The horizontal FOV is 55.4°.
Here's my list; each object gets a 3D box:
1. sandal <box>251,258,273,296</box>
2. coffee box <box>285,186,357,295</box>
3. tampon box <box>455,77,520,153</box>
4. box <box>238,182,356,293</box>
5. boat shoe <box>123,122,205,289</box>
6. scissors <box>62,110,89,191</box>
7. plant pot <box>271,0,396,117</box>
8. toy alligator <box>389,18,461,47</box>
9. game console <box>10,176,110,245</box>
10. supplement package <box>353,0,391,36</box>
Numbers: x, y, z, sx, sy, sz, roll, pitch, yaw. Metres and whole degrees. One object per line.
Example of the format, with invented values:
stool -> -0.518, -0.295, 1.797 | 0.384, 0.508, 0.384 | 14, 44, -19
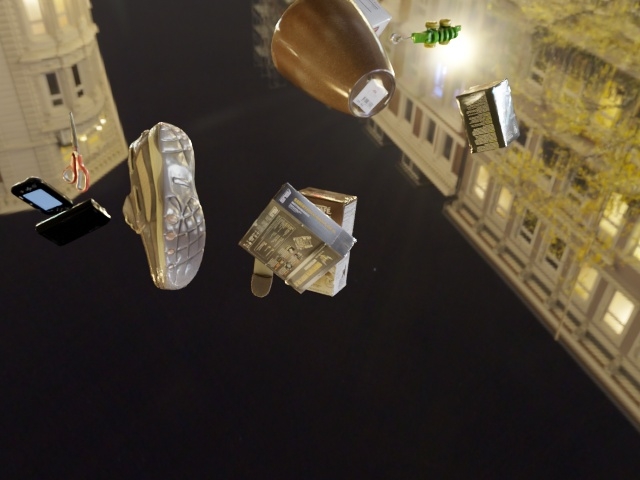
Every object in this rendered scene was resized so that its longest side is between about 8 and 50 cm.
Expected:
sandal -> -0.160, 0.052, 1.880 | 0.088, 0.239, 0.079 | 16, -176, -4
coffee box -> 0.000, 0.000, 1.877 | 0.168, 0.296, 0.119 | 13, -161, 20
tampon box -> 0.445, -0.329, 1.615 | 0.102, 0.160, 0.120 | -6, -161, 39
box -> -0.055, 0.003, 1.277 | 0.183, 0.231, 0.056 | 38, -123, -5
boat shoe -> -0.333, -0.066, 1.279 | 0.130, 0.132, 0.354 | -14, -107, 28
scissors -> -0.858, -0.307, 2.162 | 0.109, 0.297, 0.021 | 27, -148, 9
plant pot -> 0.046, -0.353, 1.232 | 0.216, 0.215, 0.230 | -17, -129, -23
toy alligator -> 0.255, -0.473, 1.409 | 0.190, 0.056, 0.051 | -15, -145, -18
game console -> -0.868, -0.099, 1.992 | 0.213, 0.361, 0.043 | -26, -116, 3
supplement package -> 0.058, -0.589, 1.703 | 0.134, 0.139, 0.244 | 48, -126, 4
